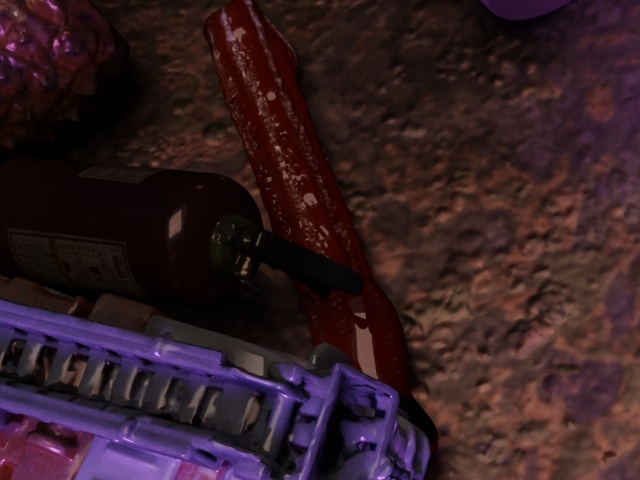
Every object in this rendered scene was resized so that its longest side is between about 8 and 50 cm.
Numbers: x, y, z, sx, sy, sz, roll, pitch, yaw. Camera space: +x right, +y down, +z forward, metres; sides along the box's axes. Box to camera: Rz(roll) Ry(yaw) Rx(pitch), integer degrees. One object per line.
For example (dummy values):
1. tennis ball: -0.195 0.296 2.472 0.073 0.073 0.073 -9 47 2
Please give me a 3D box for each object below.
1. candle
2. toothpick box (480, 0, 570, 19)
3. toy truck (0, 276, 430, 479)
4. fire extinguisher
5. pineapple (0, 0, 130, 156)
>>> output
1. candle: 0.000 0.000 0.967 0.051 0.048 0.329 -27 63 12
2. toothpick box: 0.087 -0.220 1.004 0.111 0.111 0.180 -36 62 -2
3. toy truck: -0.101 0.088 0.854 0.338 0.184 0.133 14 73 36
4. fire extinguisher: -0.080 0.001 0.943 0.231 0.099 0.071 7 73 43
5. pineapple: -0.232 -0.069 1.027 0.248 0.128 0.128 -39 63 3
